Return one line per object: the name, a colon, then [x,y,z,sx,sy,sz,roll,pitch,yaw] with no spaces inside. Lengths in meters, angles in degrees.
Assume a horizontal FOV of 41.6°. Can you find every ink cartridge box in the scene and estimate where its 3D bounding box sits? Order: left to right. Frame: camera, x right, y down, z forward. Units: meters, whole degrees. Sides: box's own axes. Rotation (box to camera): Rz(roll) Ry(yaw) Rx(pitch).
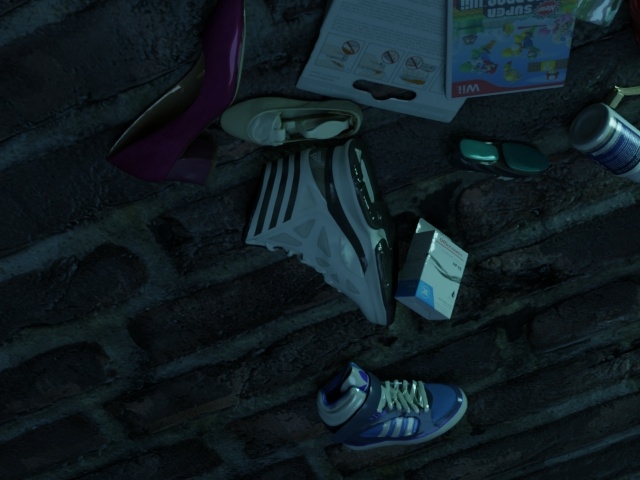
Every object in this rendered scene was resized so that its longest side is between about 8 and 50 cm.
ink cartridge box: [0.159,-0.375,1.369,0.308,0.091,0.385,10,143,-17]
ink cartridge box: [0.221,0.051,1.634,0.104,0.180,0.060,33,155,-30]

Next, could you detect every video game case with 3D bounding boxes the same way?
video game case: [0.299,-0.342,1.330,0.204,0.025,0.285,-6,144,3]

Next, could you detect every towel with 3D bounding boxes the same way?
towel: [0.439,-0.421,1.394,0.152,0.023,0.113,11,125,-17]

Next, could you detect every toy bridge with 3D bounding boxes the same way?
toy bridge: [0.618,-0.251,1.558,0.188,0.026,0.063,15,123,-21]

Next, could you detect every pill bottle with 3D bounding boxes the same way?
pill bottle: [0.549,-0.175,1.563,0.169,0.094,0.094,28,119,-27]

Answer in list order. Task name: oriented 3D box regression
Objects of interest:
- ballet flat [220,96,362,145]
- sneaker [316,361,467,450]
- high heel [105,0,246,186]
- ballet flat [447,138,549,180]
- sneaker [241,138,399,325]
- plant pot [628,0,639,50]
ballet flat: [-0.047,-0.201,1.449,0.248,0.086,0.086,-6,129,-5]
sneaker: [0.150,0.355,1.893,0.322,0.130,0.236,-19,133,12]
high heel: [-0.232,-0.246,1.357,0.181,0.127,0.377,10,124,-15]
ballet flat: [0.325,-0.148,1.571,0.203,0.074,0.074,6,127,-22]
sneaker: [0.000,-0.001,1.602,0.257,0.169,0.448,-5,134,16]
plant pot: [0.616,-0.342,1.382,0.191,0.191,0.174,-22,131,8]
